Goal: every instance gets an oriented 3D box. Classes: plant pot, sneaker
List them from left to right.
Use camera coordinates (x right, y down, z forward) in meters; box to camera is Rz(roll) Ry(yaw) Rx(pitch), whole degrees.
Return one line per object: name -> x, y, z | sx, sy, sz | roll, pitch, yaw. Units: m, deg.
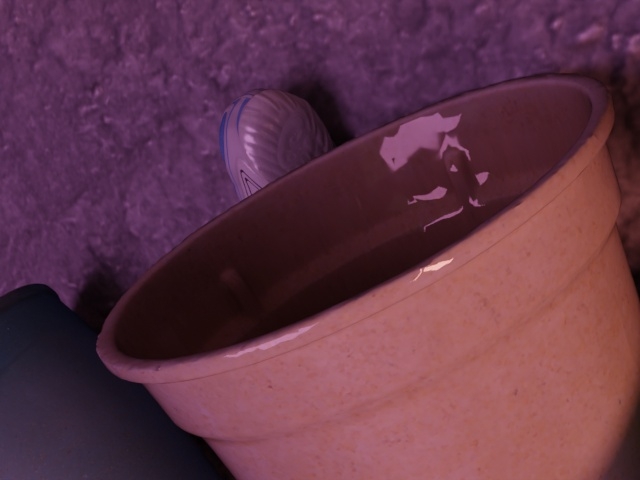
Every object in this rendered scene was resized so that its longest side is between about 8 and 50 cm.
plant pot -> -0.215, 0.219, 1.482 | 0.255, 0.271, 0.271 | 36, 134, 11
sneaker -> 0.000, 0.000, 1.268 | 0.237, 0.085, 0.086 | 66, 167, -7
plant pot -> 0.083, 0.111, 1.074 | 0.334, 0.334, 0.305 | -9, 114, 49
